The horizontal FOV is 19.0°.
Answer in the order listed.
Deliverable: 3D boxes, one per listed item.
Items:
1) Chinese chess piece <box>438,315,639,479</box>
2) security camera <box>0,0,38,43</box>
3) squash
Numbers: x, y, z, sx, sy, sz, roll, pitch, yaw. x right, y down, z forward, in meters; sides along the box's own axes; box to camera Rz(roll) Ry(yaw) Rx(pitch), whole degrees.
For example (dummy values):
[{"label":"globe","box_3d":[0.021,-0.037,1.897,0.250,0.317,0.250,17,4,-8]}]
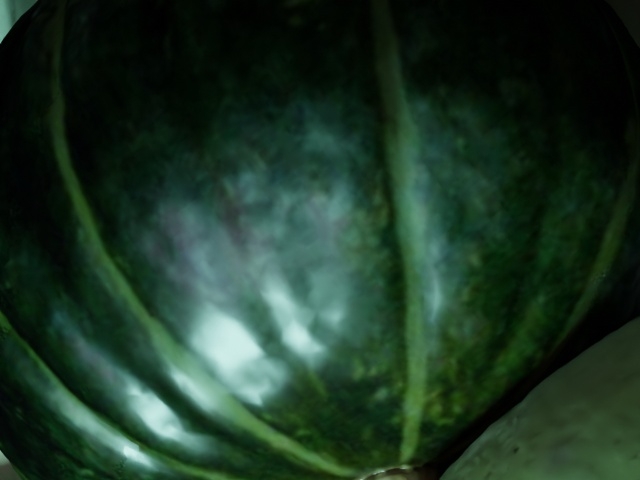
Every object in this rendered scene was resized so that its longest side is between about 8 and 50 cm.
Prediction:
[{"label":"Chinese chess piece","box_3d":[0.119,0.099,0.499,0.092,0.237,0.238,57,133,37]},{"label":"security camera","box_3d":[-0.207,-0.053,0.560,0.194,0.236,0.195,12,119,22]},{"label":"squash","box_3d":[-0.001,0.004,0.522,0.172,0.218,0.218,58,132,36]}]
